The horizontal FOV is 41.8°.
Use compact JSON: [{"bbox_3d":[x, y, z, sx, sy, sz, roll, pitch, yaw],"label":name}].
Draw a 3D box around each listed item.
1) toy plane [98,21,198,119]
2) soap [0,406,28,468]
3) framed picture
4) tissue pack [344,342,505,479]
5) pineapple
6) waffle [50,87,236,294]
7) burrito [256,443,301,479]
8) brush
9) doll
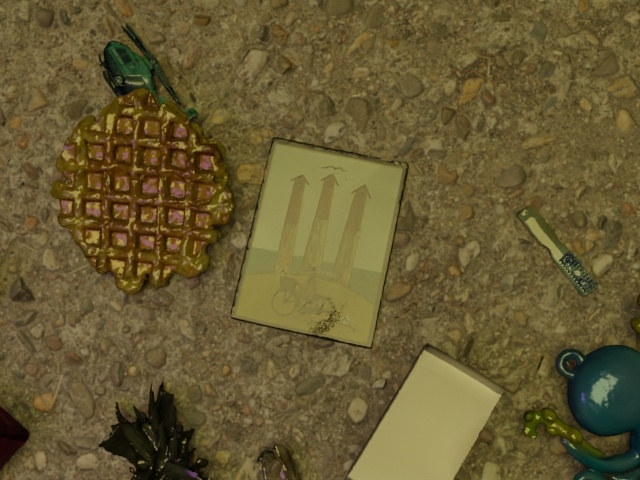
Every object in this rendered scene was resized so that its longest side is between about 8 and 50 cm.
[{"bbox_3d":[-0.313,-0.278,1.467,0.096,0.060,0.235,-32,75,-16],"label":"toy plane"},{"bbox_3d":[-0.605,0.269,1.328,0.250,0.162,0.099,37,84,8],"label":"soap"},{"bbox_3d":[0.000,0.000,1.421,0.244,0.013,0.324,12,81,4],"label":"framed picture"},{"bbox_3d":[0.155,0.298,1.288,0.136,0.159,0.246,30,84,10],"label":"tissue pack"},{"bbox_3d":[-0.229,0.395,1.302,0.165,0.165,0.365,-34,73,-3],"label":"pineapple"},{"bbox_3d":[-0.290,-0.079,1.397,0.302,0.068,0.325,-41,91,7],"label":"waffle"},{"bbox_3d":[-0.037,0.433,1.326,0.063,0.058,0.230,-23,82,-6],"label":"burrito"},{"bbox_3d":[0.393,0.015,1.390,0.033,0.030,0.178,-39,81,6],"label":"brush"},{"bbox_3d":[0.520,0.258,1.318,0.341,0.099,0.346,32,88,-5],"label":"doll"}]
